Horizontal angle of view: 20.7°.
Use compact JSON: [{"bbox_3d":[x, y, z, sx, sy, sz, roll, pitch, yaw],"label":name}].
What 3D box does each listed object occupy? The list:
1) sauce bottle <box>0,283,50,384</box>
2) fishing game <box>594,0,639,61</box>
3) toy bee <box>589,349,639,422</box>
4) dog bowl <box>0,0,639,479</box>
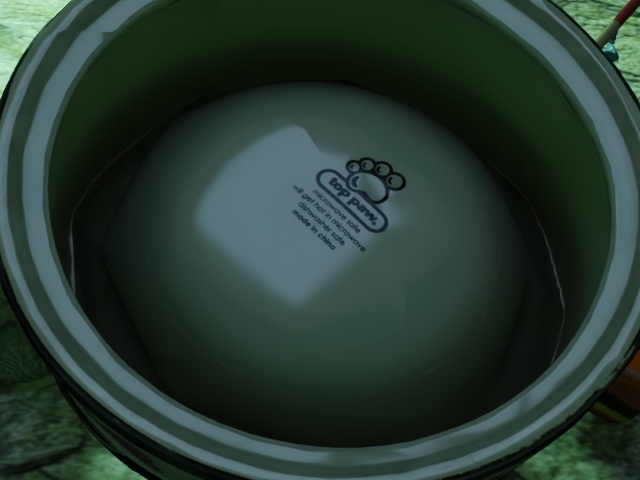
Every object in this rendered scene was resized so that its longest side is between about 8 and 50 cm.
[{"bbox_3d":[-0.221,-0.019,1.311,0.111,0.111,0.344,3,25,-5],"label":"sauce bottle"},{"bbox_3d":[0.172,-0.067,1.322,0.041,0.264,0.189,38,57,9],"label":"fishing game"},{"bbox_3d":[0.224,0.031,1.286,0.195,0.162,0.298,45,50,8],"label":"toy bee"},{"bbox_3d":[0.000,0.000,1.092,0.407,0.150,0.408,3,58,-5],"label":"dog bowl"}]
